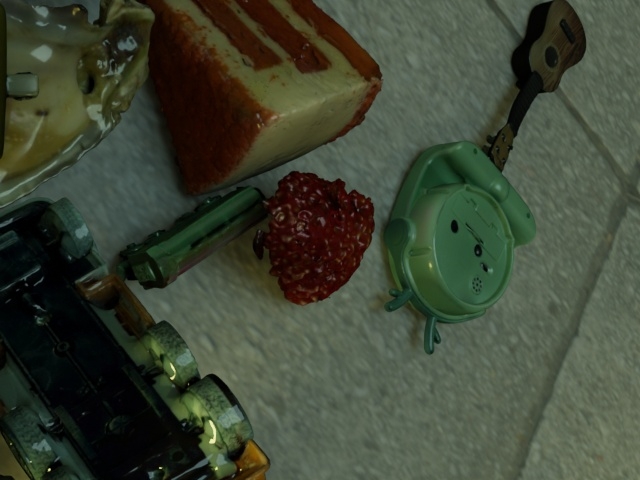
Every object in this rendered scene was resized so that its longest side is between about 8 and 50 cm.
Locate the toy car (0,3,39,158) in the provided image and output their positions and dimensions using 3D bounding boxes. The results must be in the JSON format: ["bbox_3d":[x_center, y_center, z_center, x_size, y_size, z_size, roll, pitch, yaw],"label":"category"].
[{"bbox_3d":[-0.272,-0.094,0.791,0.198,0.248,0.204,0,93,-15],"label":"toy car"}]

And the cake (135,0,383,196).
[{"bbox_3d":[-0.067,-0.185,1.143,0.158,0.160,0.262,-28,103,-38],"label":"cake"}]

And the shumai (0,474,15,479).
[{"bbox_3d":[-0.352,0.200,0.832,0.330,0.288,0.292,-21,71,-13],"label":"shumai"}]

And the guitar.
[{"bbox_3d":[0.238,-0.173,1.507,0.084,0.038,0.271,51,52,-26],"label":"guitar"}]

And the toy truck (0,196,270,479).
[{"bbox_3d":[-0.162,0.117,0.930,0.136,0.305,0.162,-31,144,-19],"label":"toy truck"}]

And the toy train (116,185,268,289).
[{"bbox_3d":[-0.111,-0.004,1.140,0.148,0.071,0.038,-36,110,-40],"label":"toy train"}]

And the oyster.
[{"bbox_3d":[-0.277,-0.109,0.979,0.271,0.100,0.275,31,84,-37],"label":"oyster"}]

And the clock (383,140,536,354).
[{"bbox_3d":[0.139,0.014,1.377,0.159,0.066,0.211,44,58,-30],"label":"clock"}]

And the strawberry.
[{"bbox_3d":[0.000,0.000,1.192,0.188,0.082,0.121,26,72,-77],"label":"strawberry"}]
